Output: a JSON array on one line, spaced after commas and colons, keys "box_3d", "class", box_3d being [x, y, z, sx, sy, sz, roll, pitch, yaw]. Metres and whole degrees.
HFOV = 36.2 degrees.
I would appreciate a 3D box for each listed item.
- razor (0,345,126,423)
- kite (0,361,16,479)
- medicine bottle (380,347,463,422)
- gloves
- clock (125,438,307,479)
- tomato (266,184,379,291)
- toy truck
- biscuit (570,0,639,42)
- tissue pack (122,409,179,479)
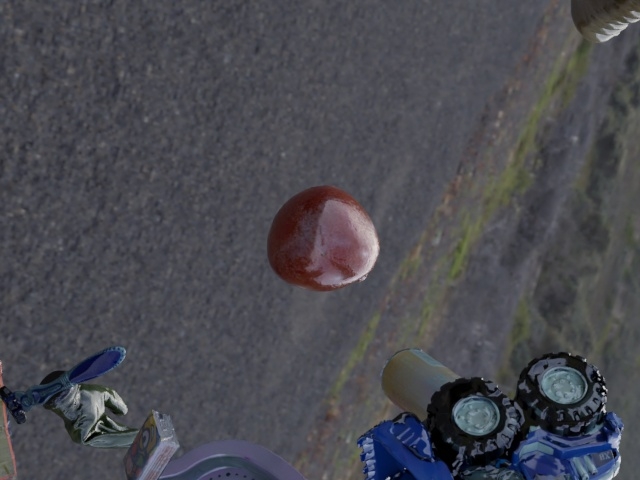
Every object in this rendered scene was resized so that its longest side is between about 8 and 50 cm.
[{"box_3d": [-0.260, 0.144, 0.983, 0.044, 0.155, 0.028, 61, 19, -9], "class": "razor"}, {"box_3d": [-0.550, 0.235, 1.226, 0.378, 0.013, 0.327, 36, 102, -33], "class": "kite"}, {"box_3d": [0.202, 0.246, 1.289, 0.426, 0.108, 0.108, -150, -105, -69], "class": "medicine bottle"}, {"box_3d": [-0.424, 0.332, 1.848, 0.268, 0.107, 0.135, 42, 35, -39], "class": "gloves"}, {"box_3d": [-0.133, 0.425, 1.255, 0.338, 0.339, 0.102, -59, 150, -35], "class": "clock"}, {"box_3d": [0.000, 0.000, 1.441, 0.167, 0.167, 0.167, 17, 90, -72], "class": "tomato"}, {"box_3d": [0.141, 0.187, 0.800, 0.113, 0.208, 0.126, 79, -6, -51], "class": "toy truck"}, {"box_3d": [0.170, -0.225, 0.506, 0.325, 0.044, 0.217, -59, 147, -83], "class": "biscuit"}, {"box_3d": [-0.211, 0.264, 1.222, 0.035, 0.063, 0.083, 21, 111, -31], "class": "tissue pack"}]
